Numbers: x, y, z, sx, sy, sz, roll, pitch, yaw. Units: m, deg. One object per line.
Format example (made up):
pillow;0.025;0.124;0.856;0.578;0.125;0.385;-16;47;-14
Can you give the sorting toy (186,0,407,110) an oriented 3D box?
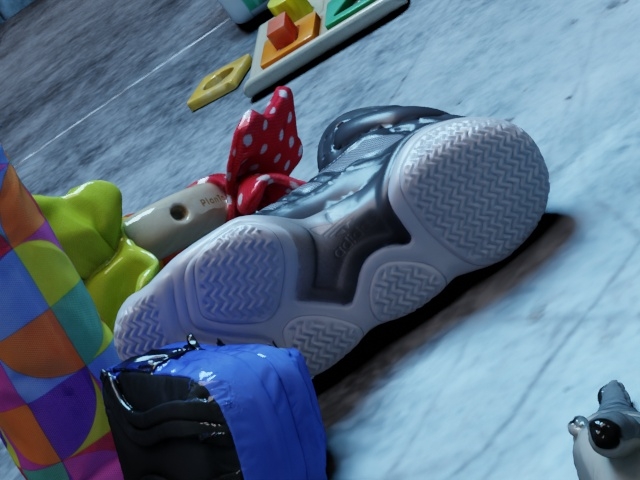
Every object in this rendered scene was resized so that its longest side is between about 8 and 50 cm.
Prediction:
sorting toy;0.000;-0.229;1.586;0.347;0.047;0.196;-30;20;18

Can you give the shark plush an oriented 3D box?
shark plush;0.139;0.093;0.656;0.067;0.073;0.161;-16;-1;-1

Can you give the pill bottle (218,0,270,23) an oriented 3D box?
pill bottle;-0.004;-0.421;1.799;0.361;0.204;0.204;-35;19;3

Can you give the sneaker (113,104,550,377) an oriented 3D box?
sneaker;0.000;0.000;0.981;0.268;0.101;0.153;-26;18;-1

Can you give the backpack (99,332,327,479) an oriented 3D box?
backpack;-0.047;0.095;0.849;0.101;0.098;0.120;-24;10;-31

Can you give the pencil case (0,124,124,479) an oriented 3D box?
pencil case;-0.182;0.049;0.972;0.104;0.236;0.104;-27;12;6

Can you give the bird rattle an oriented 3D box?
bird rattle;-0.116;-0.002;1.142;0.253;0.143;0.207;-38;-2;-34
